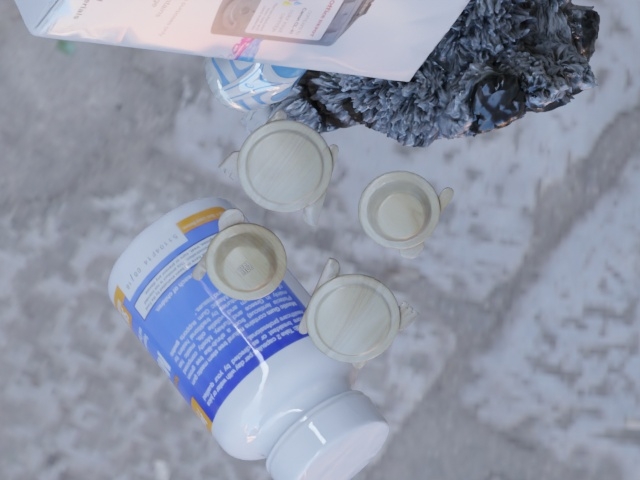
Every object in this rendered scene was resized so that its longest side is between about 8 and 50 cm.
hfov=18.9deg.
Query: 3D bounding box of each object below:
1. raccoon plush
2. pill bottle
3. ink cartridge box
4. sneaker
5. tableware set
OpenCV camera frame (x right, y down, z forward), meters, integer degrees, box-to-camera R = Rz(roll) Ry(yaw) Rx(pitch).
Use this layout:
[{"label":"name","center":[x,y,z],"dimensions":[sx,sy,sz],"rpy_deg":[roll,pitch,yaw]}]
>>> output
[{"label":"raccoon plush","center":[0.058,-0.249,1.777],"dimensions":[0.446,0.216,0.299],"rpy_deg":[-9,107,28]},{"label":"pill bottle","center":[-0.062,0.103,1.755],"dimensions":[0.272,0.152,0.152],"rpy_deg":[51,125,24]},{"label":"ink cartridge box","center":[-0.068,-0.232,1.224],"dimensions":[0.306,0.226,0.131],"rpy_deg":[1,139,-41]},{"label":"sneaker","center":[-0.030,-0.178,1.502],"dimensions":[0.086,0.237,0.085],"rpy_deg":[-18,120,19]},{"label":"tableware set","center":[0.000,0.000,1.288],"dimensions":[0.168,0.020,0.141],"rpy_deg":[26,107,-9]}]
